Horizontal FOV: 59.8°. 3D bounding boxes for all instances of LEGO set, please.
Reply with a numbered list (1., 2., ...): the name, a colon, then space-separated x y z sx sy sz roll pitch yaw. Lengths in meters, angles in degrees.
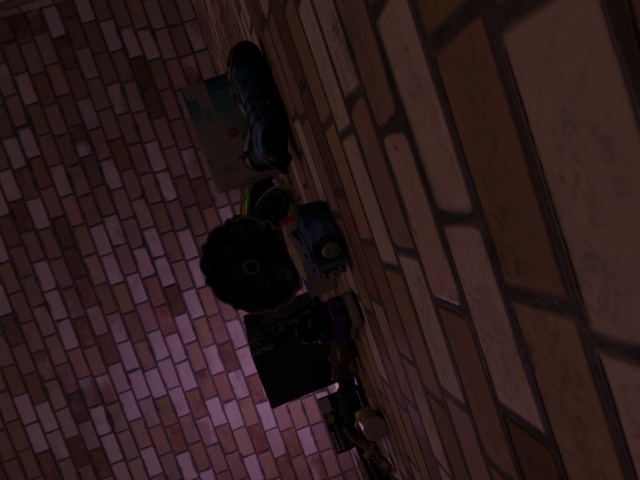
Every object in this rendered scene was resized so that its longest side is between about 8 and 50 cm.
1. LEGO set: 0.166 0.590 1.509 0.182 0.060 0.244 41 175 -12

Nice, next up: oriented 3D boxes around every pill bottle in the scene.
1. pill bottle: 0.134 0.486 1.481 0.116 0.065 0.065 159 92 -84

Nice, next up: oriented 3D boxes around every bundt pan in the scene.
1. bundt pan: -0.199 0.059 1.723 0.124 0.331 0.330 -72 -33 -67

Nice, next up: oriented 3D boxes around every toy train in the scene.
1. toy train: 0.000 0.000 1.150 0.184 0.080 0.105 -118 17 -50

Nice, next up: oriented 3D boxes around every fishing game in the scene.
1. fishing game: 0.078 0.482 1.729 0.189 0.041 0.264 -37 -67 -71

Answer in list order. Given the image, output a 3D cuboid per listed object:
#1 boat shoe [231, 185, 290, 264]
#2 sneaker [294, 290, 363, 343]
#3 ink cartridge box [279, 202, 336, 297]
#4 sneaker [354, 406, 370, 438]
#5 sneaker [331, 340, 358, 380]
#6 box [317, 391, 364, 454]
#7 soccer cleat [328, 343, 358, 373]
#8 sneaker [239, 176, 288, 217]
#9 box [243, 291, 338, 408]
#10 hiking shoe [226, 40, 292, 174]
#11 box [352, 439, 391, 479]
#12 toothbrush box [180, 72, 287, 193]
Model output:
1. boat shoe: -0.194 -0.038 1.800 0.302 0.114 0.091 -60 4 22
2. sneaker: 0.009 0.197 1.320 0.293 0.146 0.102 93 157 -71
3. ink cartridge box: -0.041 0.020 1.470 0.231 0.078 0.134 -120 13 -44
4. sneaker: 0.140 0.560 1.646 0.170 0.063 0.074 81 169 -49
5. sneaker: 0.067 0.290 1.513 0.066 0.071 0.188 -81 -8 -76
6. box: 0.083 0.569 1.786 0.220 0.051 0.175 12 -127 -65
7. soccer cleat: 0.052 0.317 1.613 0.060 0.072 0.178 -143 34 -77
8. sneaker: -0.185 -0.052 2.000 0.185 0.202 0.482 169 99 -75
9. box: -0.095 0.372 1.991 0.395 0.294 0.212 -135 26 -73
10. hiking shoe: -0.126 -0.308 1.286 0.132 0.113 0.304 10 117 47
11. box: 0.185 0.804 1.912 0.322 0.079 0.257 -124 18 -64
12. toothbrush box: -0.241 -0.310 1.570 0.126 0.216 0.295 105 146 -78
